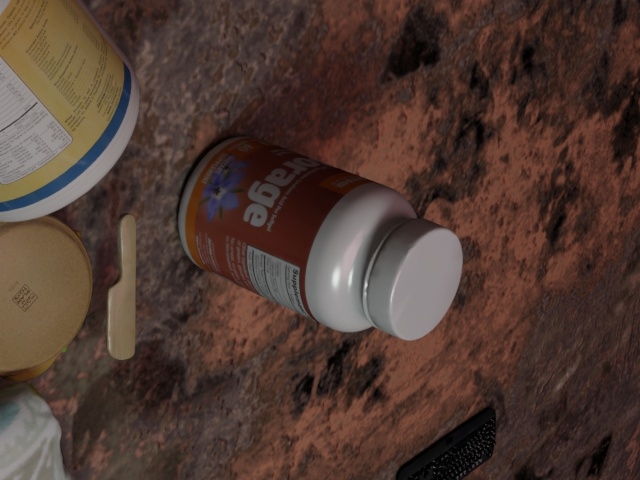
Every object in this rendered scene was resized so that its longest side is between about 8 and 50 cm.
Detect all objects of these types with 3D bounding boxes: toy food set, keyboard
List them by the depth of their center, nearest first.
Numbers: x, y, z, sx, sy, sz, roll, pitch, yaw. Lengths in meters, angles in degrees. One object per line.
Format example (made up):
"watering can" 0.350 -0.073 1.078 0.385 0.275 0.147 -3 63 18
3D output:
"toy food set" -0.223 0.041 0.978 0.192 0.038 0.132 -8 109 -40
"keyboard" 0.156 0.276 1.589 0.192 0.038 0.100 -26 127 -42

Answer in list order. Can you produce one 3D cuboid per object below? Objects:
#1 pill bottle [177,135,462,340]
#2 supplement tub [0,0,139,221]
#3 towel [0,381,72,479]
"pill bottle" 0.000 0.000 1.083 0.121 0.216 0.121 -29 129 -42
"supplement tub" -0.213 -0.118 0.806 0.144 0.144 0.199 -56 142 -16
"towel" -0.298 0.325 0.982 0.320 0.090 0.374 -38 135 -37
